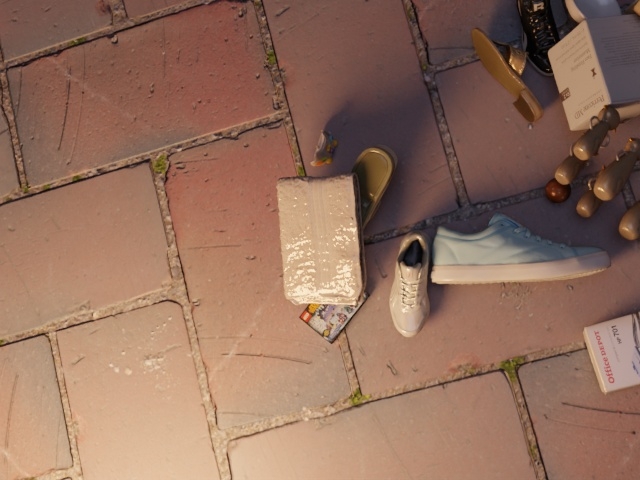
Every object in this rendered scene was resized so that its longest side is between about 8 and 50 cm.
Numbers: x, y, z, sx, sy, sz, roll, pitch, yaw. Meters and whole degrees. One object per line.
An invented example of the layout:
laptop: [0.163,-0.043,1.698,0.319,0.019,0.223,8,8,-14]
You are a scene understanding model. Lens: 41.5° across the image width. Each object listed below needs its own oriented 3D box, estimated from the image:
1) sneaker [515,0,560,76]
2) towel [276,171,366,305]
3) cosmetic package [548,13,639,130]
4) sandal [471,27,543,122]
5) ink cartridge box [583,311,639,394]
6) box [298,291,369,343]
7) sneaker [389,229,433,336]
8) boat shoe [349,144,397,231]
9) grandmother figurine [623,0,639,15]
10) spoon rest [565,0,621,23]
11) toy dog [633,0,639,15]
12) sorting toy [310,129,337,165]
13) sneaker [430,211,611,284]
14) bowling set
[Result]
sneaker: [0.464,-0.465,1.804,0.079,0.121,0.217,-17,80,9]
towel: [0.000,0.000,1.796,0.187,0.049,0.282,-2,100,23]
cosmetic package: [0.587,-0.343,1.728,0.151,0.151,0.184,-10,79,-17]
sandal: [0.423,-0.373,1.829,0.079,0.088,0.240,-32,85,-9]
ink cartridge box: [0.641,0.217,1.692,0.190,0.082,0.140,-18,74,11]
box: [0.030,0.145,1.854,0.094,0.027,0.137,38,91,14]
sneaker: [0.186,0.087,1.786,0.090,0.115,0.232,2,83,12]
boat shoe: [0.072,-0.073,1.836,0.113,0.103,0.302,41,112,8]
grandmother figurine: [0.770,-0.366,1.743,0.207,0.104,0.342,-35,78,-2]
spoon rest: [0.541,-0.559,1.811,0.137,0.084,0.276,-28,73,-34]
toy dog: [0.766,-0.502,1.659,0.220,0.161,0.334,31,60,-5]
sorting toy: [0.005,-0.208,1.880,0.044,0.075,0.083,16,86,12]
sneaker: [0.408,0.011,1.746,0.365,0.135,0.150,-3,86,10]
bowling set: [0.561,-0.148,1.729,0.154,0.200,0.287,-48,120,-19]
